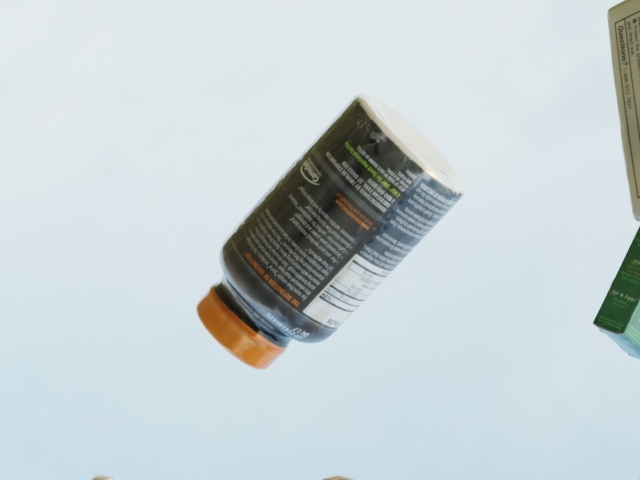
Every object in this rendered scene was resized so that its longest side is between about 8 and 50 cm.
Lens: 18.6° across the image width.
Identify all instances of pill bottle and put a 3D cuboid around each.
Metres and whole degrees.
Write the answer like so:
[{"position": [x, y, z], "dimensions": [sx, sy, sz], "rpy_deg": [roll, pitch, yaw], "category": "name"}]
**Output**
[{"position": [0.000, 0.000, 1.717], "dimensions": [0.246, 0.130, 0.130], "rpy_deg": [-47, -148, 12], "category": "pill bottle"}]

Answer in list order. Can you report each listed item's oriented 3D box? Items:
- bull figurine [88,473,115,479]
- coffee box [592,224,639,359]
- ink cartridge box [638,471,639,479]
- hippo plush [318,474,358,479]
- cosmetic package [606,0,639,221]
[{"position": [-0.197, 0.247, 1.355], "dimensions": [0.188, 0.310, 0.101], "rpy_deg": [25, -125, 13], "category": "bull figurine"}, {"position": [0.347, 0.025, 1.985], "dimensions": [0.040, 0.113, 0.184], "rpy_deg": [22, -97, 34], "category": "coffee box"}, {"position": [0.299, 0.215, 1.018], "dimensions": [0.296, 0.066, 0.261], "rpy_deg": [13, -93, 6], "category": "ink cartridge box"}, {"position": [0.092, 0.327, 1.659], "dimensions": [0.236, 0.234, 0.294], "rpy_deg": [0, -147, -7], "category": "hippo plush"}, {"position": [0.324, -0.111, 1.160], "dimensions": [0.296, 0.129, 0.153], "rpy_deg": [-22, -115, 49], "category": "cosmetic package"}]
